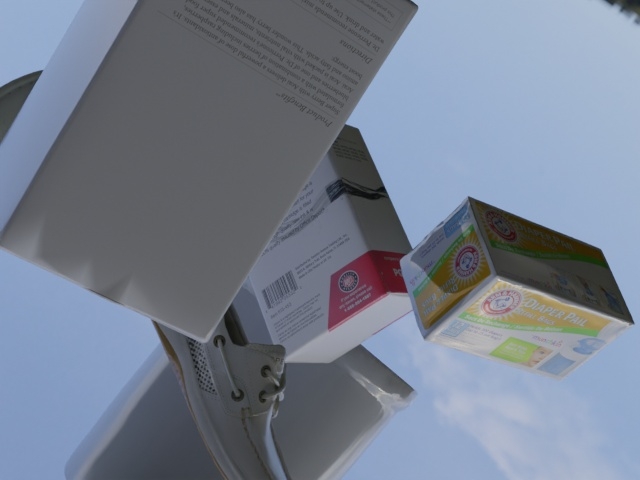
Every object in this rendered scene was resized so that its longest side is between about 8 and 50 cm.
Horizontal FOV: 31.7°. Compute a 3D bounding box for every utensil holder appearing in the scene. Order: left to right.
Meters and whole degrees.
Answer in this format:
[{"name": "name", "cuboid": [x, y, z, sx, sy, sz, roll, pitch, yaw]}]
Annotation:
[{"name": "utensil holder", "cuboid": [-0.112, 0.251, 1.539, 0.327, 0.385, 0.327, 40, 176, 3]}]

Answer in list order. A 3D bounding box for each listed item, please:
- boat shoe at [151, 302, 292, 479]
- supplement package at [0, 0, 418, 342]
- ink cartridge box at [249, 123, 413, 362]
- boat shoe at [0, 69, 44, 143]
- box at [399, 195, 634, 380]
[{"name": "boat shoe", "cuboid": [-0.074, 0.123, 1.030, 0.277, 0.096, 0.098, 63, -178, 9]}, {"name": "supplement package", "cuboid": [-0.100, -0.109, 0.841, 0.177, 0.293, 0.175, 29, -170, -27]}, {"name": "ink cartridge box", "cuboid": [0.000, 0.000, 1.312, 0.100, 0.172, 0.237, 9, -127, -52]}, {"name": "boat shoe", "cuboid": [-0.260, -0.132, 1.196, 0.305, 0.091, 0.109, -24, -71, -49]}, {"name": "box", "cuboid": [0.198, 0.052, 1.140, 0.203, 0.114, 0.103, 18, -139, -33]}]
